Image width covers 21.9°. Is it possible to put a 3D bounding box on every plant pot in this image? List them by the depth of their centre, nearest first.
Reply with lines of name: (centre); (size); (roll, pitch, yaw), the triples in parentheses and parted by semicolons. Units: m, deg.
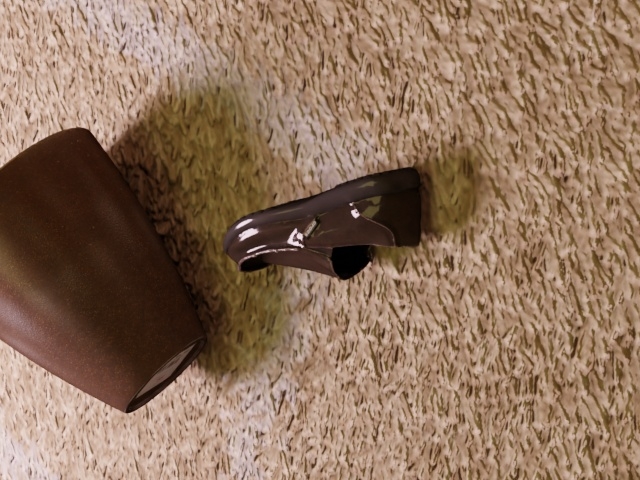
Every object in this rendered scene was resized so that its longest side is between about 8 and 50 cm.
plant pot: (-0.224, 0.047, 1.592); (0.230, 0.215, 0.215); (46, 129, 10)

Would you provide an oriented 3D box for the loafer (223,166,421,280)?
loafer: (0.000, 0.000, 1.426); (0.220, 0.080, 0.078); (-19, 85, 45)
